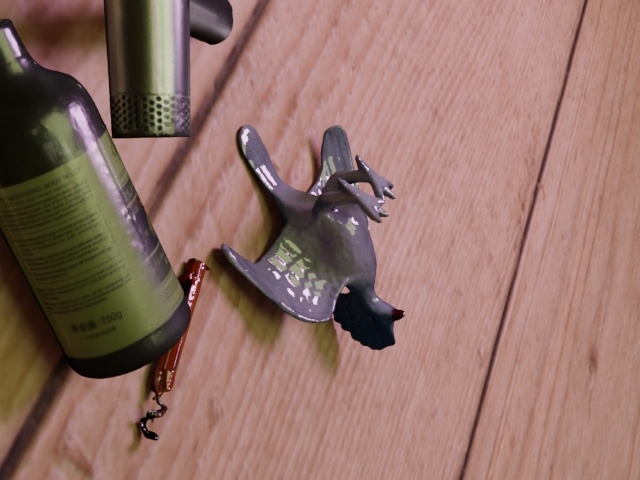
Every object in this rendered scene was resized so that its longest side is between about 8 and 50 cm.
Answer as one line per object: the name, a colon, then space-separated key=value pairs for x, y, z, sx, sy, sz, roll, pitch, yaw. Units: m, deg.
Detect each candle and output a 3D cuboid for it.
candle: x=-0.125 y=0.088 z=0.967 sx=0.026 sy=0.021 sz=0.167 roll=72 pitch=26 yaw=-55

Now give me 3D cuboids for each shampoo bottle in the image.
shampoo bottle: x=-0.188 y=-0.041 z=0.817 sx=0.101 sy=0.101 sz=0.284 roll=-50 pitch=125 yaw=-49

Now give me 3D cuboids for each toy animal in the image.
toy animal: x=0.000 y=0.000 z=1.136 sx=0.255 sy=0.176 sz=0.239 roll=40 pitch=38 yaw=-2

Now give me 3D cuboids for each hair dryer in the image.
hair dryer: x=-0.138 y=-0.253 z=0.911 sx=0.284 sy=0.156 sz=0.320 roll=-124 pitch=-147 yaw=-74
